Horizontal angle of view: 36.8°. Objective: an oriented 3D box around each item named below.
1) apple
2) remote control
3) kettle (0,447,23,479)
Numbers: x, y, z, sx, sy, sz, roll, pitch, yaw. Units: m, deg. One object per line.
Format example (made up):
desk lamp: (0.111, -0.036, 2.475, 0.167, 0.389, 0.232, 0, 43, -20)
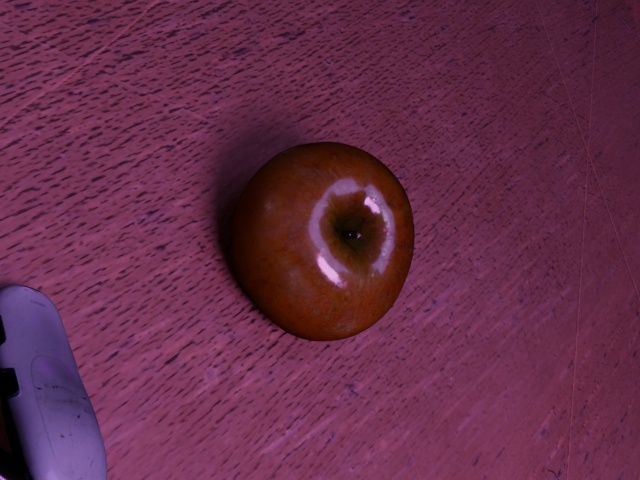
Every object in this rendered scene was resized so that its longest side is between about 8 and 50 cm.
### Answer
apple: (0.000, 0.000, 1.149, 0.236, 0.207, 0.237, 6, 77, -26)
remote control: (-0.247, 0.133, 0.870, 0.097, 0.045, 0.256, 29, 24, -48)
kettle: (-0.222, 0.306, 0.763, 0.308, 0.203, 0.262, 41, 49, -18)
